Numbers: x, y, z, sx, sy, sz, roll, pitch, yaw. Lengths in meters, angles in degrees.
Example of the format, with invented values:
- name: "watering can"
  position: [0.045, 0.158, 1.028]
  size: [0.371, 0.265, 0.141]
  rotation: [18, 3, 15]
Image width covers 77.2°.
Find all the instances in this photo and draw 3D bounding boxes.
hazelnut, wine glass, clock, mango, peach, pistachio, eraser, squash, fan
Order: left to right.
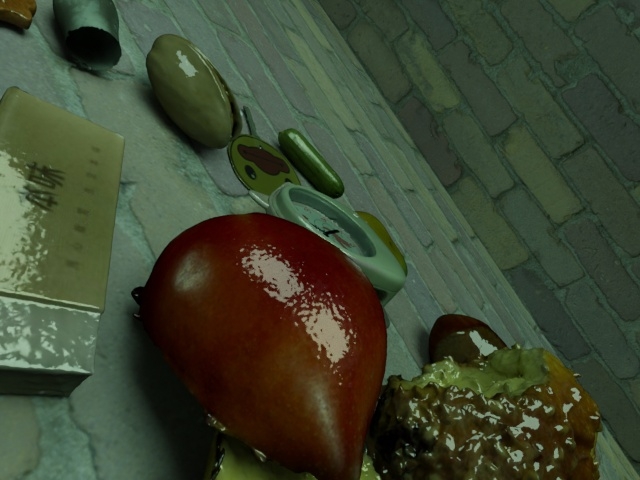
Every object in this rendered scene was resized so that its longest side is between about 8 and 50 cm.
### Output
- name: "eraser"
  position: [-0.311, -0.013, 0.441]
  size: [0.144, 0.078, 0.343]
  rotation: [22, 42, -42]
- name: "wine glass"
  position: [-0.407, -0.403, 0.693]
  size: [0.103, 0.103, 0.222]
  rotation: [8, 51, -52]
- name: "pistachio"
  position: [-0.241, -0.280, 0.768]
  size: [0.226, 0.136, 0.136]
  rotation: [54, 28, -13]
- name: "fan"
  position: [-0.135, -0.197, 0.960]
  size: [0.229, 0.011, 0.335]
  rotation: [12, 51, -50]
- name: "peach"
  position: [-0.042, 0.087, 0.479]
  size: [0.361, 0.201, 0.257]
  rotation: [37, 3, 41]
- name: "squash"
  position: [-0.024, -0.204, 1.072]
  size: [0.239, 0.069, 0.069]
  rotation: [46, 30, -18]
- name: "clock"
  position: [0.000, 0.000, 0.793]
  size: [0.324, 0.109, 0.265]
  rotation: [20, 27, -39]
- name: "mango"
  position: [0.146, 0.023, 1.055]
  size: [0.237, 0.091, 0.137]
  rotation: [51, 35, -5]
- name: "hazelnut"
  position: [0.367, 0.292, 1.019]
  size: [0.210, 0.210, 0.186]
  rotation: [46, 54, -13]

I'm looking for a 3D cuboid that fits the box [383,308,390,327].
- name: "box"
  position: [0.050, 0.147, 0.818]
  size: [0.243, 0.055, 0.103]
  rotation: [10, 50, -50]

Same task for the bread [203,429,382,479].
- name: "bread"
  position: [-0.040, 0.299, 0.448]
  size: [0.260, 0.134, 0.129]
  rotation: [34, 22, -23]

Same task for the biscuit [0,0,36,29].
- name: "biscuit"
  position: [-0.514, -0.391, 0.588]
  size: [0.183, 0.043, 0.280]
  rotation: [36, 29, -35]

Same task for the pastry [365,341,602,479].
- name: "pastry"
  position: [0.252, 0.356, 0.641]
  size: [0.405, 0.292, 0.337]
  rotation: [-5, 88, -30]
